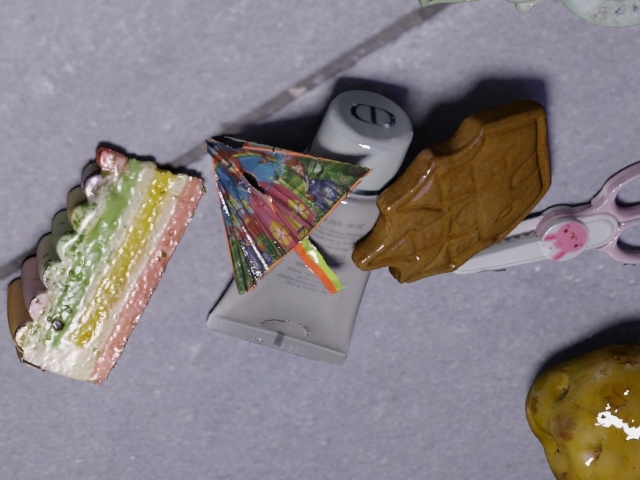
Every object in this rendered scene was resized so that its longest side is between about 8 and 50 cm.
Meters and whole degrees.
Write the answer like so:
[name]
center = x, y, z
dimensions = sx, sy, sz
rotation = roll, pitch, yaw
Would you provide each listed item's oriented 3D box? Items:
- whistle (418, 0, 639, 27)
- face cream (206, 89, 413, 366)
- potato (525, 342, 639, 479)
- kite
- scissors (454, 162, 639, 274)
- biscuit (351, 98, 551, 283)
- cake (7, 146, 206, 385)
[whistle]
center = 0.208, -0.239, 1.614
dimensions = 0.258, 0.067, 0.126
rotation = -8, 124, 1
[face cream]
center = 0.000, 0.000, 1.757
dimensions = 0.143, 0.089, 0.314
rotation = 16, 130, -9
[potato]
center = 0.389, 0.207, 1.962
dimensions = 0.369, 0.176, 0.195
rotation = 11, 99, -24
[kite]
center = -0.037, -0.027, 1.700
dimensions = 0.183, 0.014, 0.241
rotation = 51, 135, -2
[scissors]
center = 0.237, -0.009, 1.829
dimensions = 0.242, 0.030, 0.118
rotation = -12, 129, -4
[biscuit]
center = 0.122, -0.031, 1.721
dimensions = 0.215, 0.034, 0.182
rotation = -33, 146, -12
[cake]
center = -0.207, 0.014, 1.755
dimensions = 0.109, 0.090, 0.225
rotation = 23, 103, -24
